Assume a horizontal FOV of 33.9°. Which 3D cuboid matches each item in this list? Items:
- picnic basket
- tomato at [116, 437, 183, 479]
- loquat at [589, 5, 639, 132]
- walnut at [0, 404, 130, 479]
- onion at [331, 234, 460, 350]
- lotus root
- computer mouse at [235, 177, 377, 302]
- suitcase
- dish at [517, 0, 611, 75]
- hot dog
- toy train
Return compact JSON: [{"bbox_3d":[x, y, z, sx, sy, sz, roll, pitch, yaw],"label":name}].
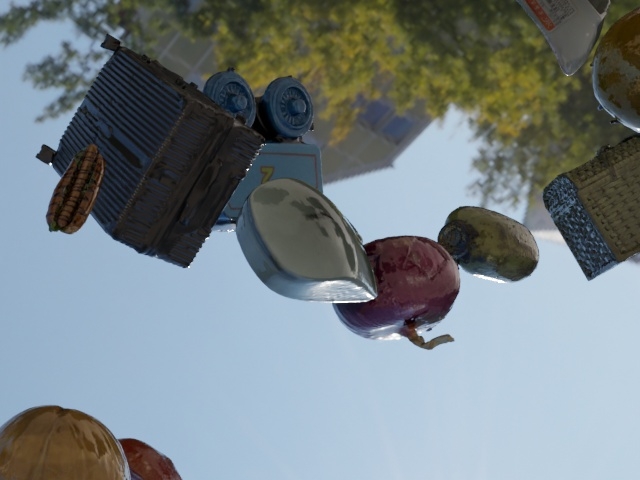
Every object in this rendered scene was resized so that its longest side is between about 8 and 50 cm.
[{"bbox_3d":[0.429,-0.065,1.444,0.154,0.196,0.134,60,170,10],"label":"picnic basket"},{"bbox_3d":[-0.229,0.311,1.380,0.155,0.155,0.069,44,-123,-1],"label":"tomato"},{"bbox_3d":[0.501,-0.245,1.551,0.213,0.213,0.213,34,-152,-21],"label":"loquat"},{"bbox_3d":[-0.278,0.265,1.071,0.165,0.165,0.197,10,-95,-49],"label":"walnut"},{"bbox_3d":[0.108,0.078,1.701,0.200,0.200,0.207,30,170,-27],"label":"onion"},{"bbox_3d":[0.382,0.014,2.310,0.309,0.173,0.173,18,-144,-48],"label":"lotus root"},{"bbox_3d":[0.000,0.000,1.097,0.231,0.079,0.128,3,-122,-60],"label":"computer mouse"},{"bbox_3d":[-0.249,-0.129,1.491,0.152,0.229,0.335,27,-172,-36],"label":"suitcase"},{"bbox_3d":[0.299,-0.335,1.368,0.212,0.077,0.151,49,-146,-8],"label":"dish"},{"bbox_3d":[-0.283,-0.060,1.223,0.049,0.037,0.122,18,-118,-8],"label":"hot dog"},{"bbox_3d":[-0.137,-0.144,1.777,0.300,0.188,0.265,-4,-90,-49],"label":"toy train"}]
